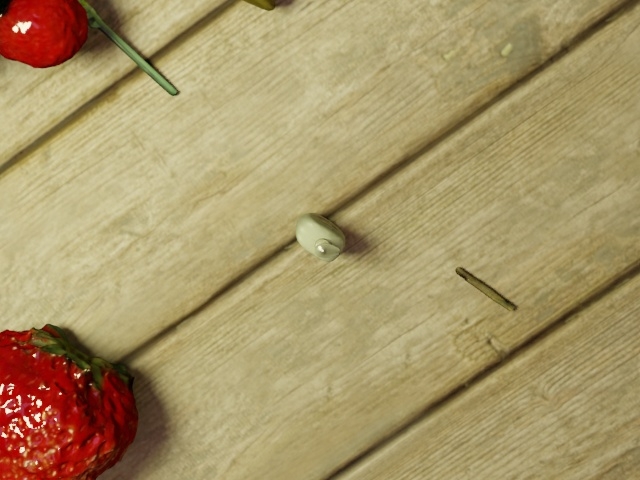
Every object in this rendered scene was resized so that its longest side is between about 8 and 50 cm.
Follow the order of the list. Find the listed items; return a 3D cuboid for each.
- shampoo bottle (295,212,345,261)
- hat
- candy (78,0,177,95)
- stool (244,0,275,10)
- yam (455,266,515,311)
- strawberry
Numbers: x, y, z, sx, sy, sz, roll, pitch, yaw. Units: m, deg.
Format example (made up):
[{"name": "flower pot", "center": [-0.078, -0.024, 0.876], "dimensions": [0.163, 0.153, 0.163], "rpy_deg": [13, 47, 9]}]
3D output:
[{"name": "shampoo bottle", "center": [0.000, 0.000, 1.350], "dimensions": [0.077, 0.152, 0.045], "rpy_deg": [33, 100, -6]}, {"name": "hat", "center": [-0.455, -0.309, 1.203], "dimensions": [0.332, 0.274, 0.242], "rpy_deg": [4, 91, -20]}, {"name": "candy", "center": [-0.316, -0.303, 1.342], "dimensions": [0.305, 0.083, 0.091], "rpy_deg": [44, 135, -17]}, {"name": "stool", "center": [-0.091, -0.379, 1.300], "dimensions": [0.134, 0.135, 0.110], "rpy_deg": [20, 100, -50]}, {"name": "yam", "center": [0.242, 0.072, 1.437], "dimensions": [0.107, 0.014, 0.014], "rpy_deg": [35, 98, -7]}, {"name": "strawberry", "center": [-0.398, 0.268, 1.349], "dimensions": [0.257, 0.257, 0.276], "rpy_deg": [27, 88, -5]}]
